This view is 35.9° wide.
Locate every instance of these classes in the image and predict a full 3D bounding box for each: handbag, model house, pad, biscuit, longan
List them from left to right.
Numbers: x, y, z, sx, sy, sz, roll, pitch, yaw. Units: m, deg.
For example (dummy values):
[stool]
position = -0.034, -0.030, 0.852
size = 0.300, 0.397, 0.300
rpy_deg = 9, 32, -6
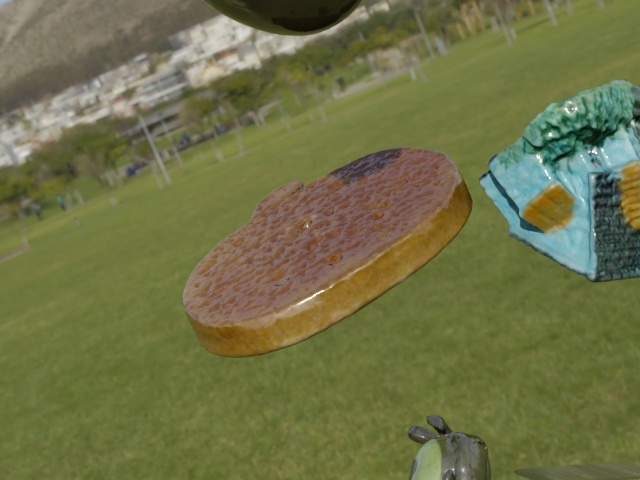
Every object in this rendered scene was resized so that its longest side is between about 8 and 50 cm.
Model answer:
[longan]
position = -0.048, -0.324, 1.082
size = 0.220, 0.196, 0.196
rpy_deg = 10, 6, -6
[biscuit]
position = 0.004, 0.007, 1.275
size = 0.394, 0.070, 0.350
rpy_deg = -30, 26, -6
[handbag]
position = 0.068, 0.158, 0.555
size = 0.047, 0.111, 0.072
rpy_deg = 16, -27, -8
[pad]
position = 0.262, 0.250, 1.102
size = 0.323, 0.055, 0.250
rpy_deg = 19, -7, -13
[model house]
position = 0.389, -0.051, 1.325
size = 0.261, 0.241, 0.226
rpy_deg = -4, -29, -47
